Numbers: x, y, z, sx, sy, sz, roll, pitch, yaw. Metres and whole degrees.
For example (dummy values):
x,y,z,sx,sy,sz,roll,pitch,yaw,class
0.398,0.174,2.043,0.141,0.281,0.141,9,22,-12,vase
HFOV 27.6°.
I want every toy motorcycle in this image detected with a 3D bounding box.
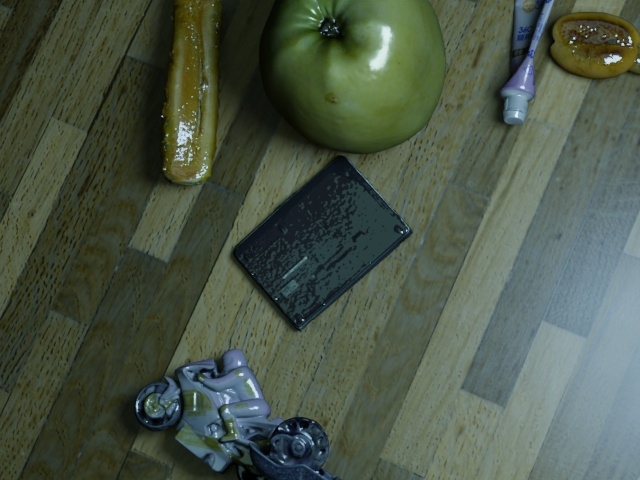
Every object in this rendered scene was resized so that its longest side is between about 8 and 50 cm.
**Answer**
x,y,z,sx,sy,sz,roll,pitch,yaw,class
-0.124,0.221,1.710,0.225,0.073,0.152,29,80,12,toy motorcycle
0.036,0.385,1.614,0.358,0.125,0.213,35,87,4,toy motorcycle

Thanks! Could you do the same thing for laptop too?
x,y,z,sx,sy,sz,roll,pitch,yaw,class
0.000,0.000,1.760,0.207,0.026,0.154,-41,77,-1,laptop

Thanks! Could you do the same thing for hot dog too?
x,y,z,sx,sy,sz,roll,pitch,yaw,class
0.378,-0.259,1.746,0.140,0.060,0.090,4,81,18,hot dog
-0.179,-0.214,1.809,0.083,0.068,0.289,7,74,-14,hot dog

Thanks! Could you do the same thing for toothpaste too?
x,y,z,sx,sy,sz,roll,pitch,yaw,class
0.284,-0.299,1.761,0.075,0.048,0.301,-7,66,49,toothpaste

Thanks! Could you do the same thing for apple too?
x,y,z,sx,sy,sz,roll,pitch,yaw,class
0.037,-0.244,1.703,0.262,0.262,0.262,-2,79,8,apple
